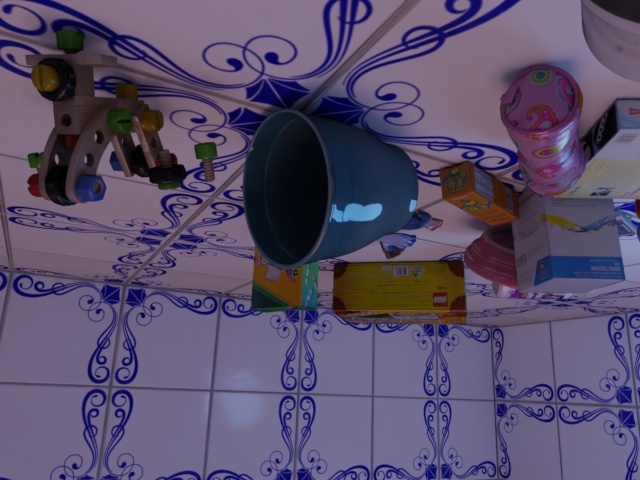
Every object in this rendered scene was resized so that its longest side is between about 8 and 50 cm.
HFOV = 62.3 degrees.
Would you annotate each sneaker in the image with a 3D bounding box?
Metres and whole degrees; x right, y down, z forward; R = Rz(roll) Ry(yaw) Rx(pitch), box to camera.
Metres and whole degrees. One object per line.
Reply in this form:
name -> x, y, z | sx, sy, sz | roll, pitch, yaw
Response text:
sneaker -> 0.224, 0.006, 1.662 | 0.071, 0.066, 0.188 | -21, 163, 7

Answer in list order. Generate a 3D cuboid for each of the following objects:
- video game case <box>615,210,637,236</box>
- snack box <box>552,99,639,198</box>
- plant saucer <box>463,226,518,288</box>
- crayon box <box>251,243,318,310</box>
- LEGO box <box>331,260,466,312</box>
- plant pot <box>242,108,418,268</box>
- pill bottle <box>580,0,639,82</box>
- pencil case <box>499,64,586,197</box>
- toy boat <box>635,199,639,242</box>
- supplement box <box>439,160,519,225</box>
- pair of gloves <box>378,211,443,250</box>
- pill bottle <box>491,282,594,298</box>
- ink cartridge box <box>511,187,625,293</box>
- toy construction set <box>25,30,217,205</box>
video game case -> 0.747, -0.033, 1.444 | 0.173, 0.022, 0.190 | -12, 160, 40
snack box -> 0.584, -0.158, 0.998 | 0.187, 0.060, 0.322 | 1, 164, 4
plant saucer -> 0.561, 0.039, 1.430 | 0.332, 0.084, 0.332 | 3, -160, -1
crayon box -> -0.092, 0.051, 1.434 | 0.165, 0.278, 0.081 | -8, 162, 31
LEGO box -> 0.327, 0.220, 2.131 | 0.500, 0.193, 0.372 | -2, 163, 15
plant pot -> 0.032, -0.092, 0.982 | 0.255, 0.272, 0.271 | -3, 171, -38
pill bottle -> 0.277, -0.274, 0.358 | 0.210, 0.210, 0.363 | -5, 163, 24
pencil case -> 0.375, -0.169, 0.884 | 0.124, 0.124, 0.284 | -5, 164, 25
toy boat -> 0.858, -0.058, 1.151 | 0.318, 0.148, 0.267 | -2, 164, 14
supplement box -> 0.364, -0.101, 1.200 | 0.078, 0.080, 0.233 | -16, 154, 42
pair of gloves -> 0.242, -0.022, 1.507 | 0.159, 0.023, 0.198 | 9, 146, -35
pill bottle -> 0.721, 0.106, 1.715 | 0.301, 0.169, 0.169 | 0, 164, 7
ink cartridge box -> 0.560, -0.007, 1.222 | 0.168, 0.233, 0.171 | 1, 164, -4
toy construction set -> -0.366, -0.200, 0.843 | 0.309, 0.237, 0.257 | 11, -156, 40
